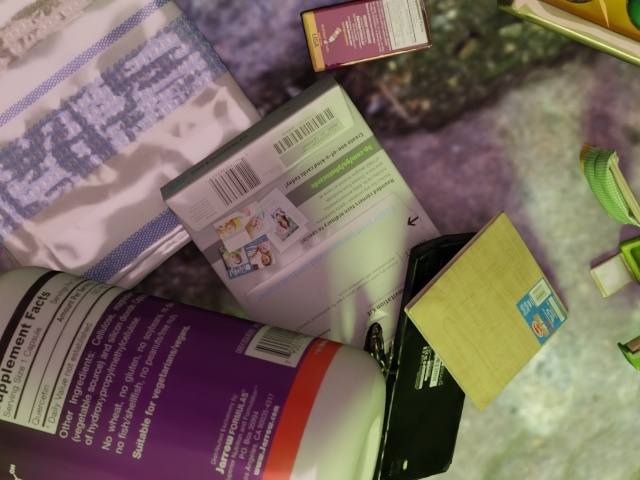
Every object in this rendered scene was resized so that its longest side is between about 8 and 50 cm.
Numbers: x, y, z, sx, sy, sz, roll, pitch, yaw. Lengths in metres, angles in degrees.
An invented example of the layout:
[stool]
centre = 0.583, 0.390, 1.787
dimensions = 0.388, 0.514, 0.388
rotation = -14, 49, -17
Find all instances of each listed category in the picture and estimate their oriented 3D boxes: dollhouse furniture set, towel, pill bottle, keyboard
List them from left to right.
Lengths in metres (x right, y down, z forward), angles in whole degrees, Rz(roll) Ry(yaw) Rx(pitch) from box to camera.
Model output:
[towel]
centre = -0.182, -0.102, 1.324
dimensions = 0.209, 0.034, 0.285
rotation = -37, 97, 2
[pill bottle]
centre = -0.129, 0.124, 1.244
dimensions = 0.323, 0.181, 0.181
rotation = 14, 97, 9
[keyboard]
centre = 0.061, 0.082, 1.332
dimensions = 0.100, 0.038, 0.192
rotation = -8, 116, -37
[dollhouse furniture set]
centre = 0.208, 0.010, 1.332
dimensions = 0.058, 0.076, 0.151
rotation = -29, 98, 1

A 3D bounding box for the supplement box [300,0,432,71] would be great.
[supplement box]
centre = 0.031, -0.146, 1.315
dimensions = 0.083, 0.055, 0.043
rotation = -12, 98, -1

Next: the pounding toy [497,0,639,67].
[pounding toy]
centre = 0.180, -0.233, 1.290
dimensions = 0.206, 0.094, 0.181
rotation = 22, 96, -5

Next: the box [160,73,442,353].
[box]
centre = 0.000, 0.000, 1.322
dimensions = 0.145, 0.038, 0.186
rotation = -35, 109, 3

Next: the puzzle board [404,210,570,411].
[puzzle board]
centre = 0.117, 0.050, 1.325
dimensions = 0.096, 0.011, 0.128
rotation = -46, 133, -10
